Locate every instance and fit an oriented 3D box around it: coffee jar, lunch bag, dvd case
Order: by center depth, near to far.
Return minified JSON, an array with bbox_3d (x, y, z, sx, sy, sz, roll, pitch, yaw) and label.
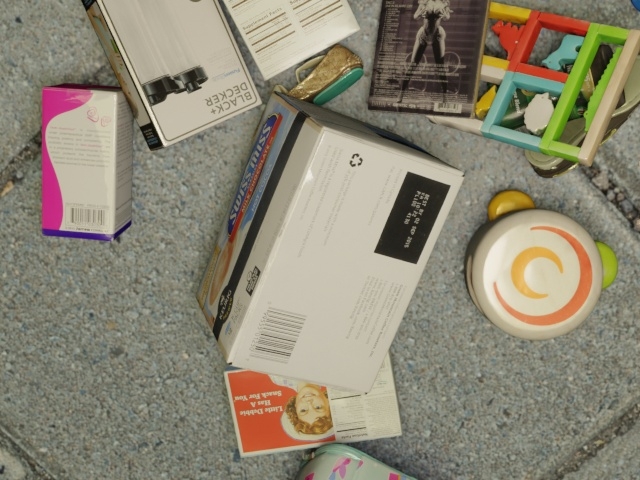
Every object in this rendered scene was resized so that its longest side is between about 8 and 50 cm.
[{"bbox_3d":[0.157,-0.289,1.273,0.164,0.018,0.221,9,94,29],"label":"dvd case"},{"bbox_3d":[0.338,-0.211,1.279,0.184,0.079,0.096,-16,59,22],"label":"coffee jar"},{"bbox_3d":[0.082,0.426,1.409,0.279,0.224,0.108,28,64,-2],"label":"lunch bag"}]

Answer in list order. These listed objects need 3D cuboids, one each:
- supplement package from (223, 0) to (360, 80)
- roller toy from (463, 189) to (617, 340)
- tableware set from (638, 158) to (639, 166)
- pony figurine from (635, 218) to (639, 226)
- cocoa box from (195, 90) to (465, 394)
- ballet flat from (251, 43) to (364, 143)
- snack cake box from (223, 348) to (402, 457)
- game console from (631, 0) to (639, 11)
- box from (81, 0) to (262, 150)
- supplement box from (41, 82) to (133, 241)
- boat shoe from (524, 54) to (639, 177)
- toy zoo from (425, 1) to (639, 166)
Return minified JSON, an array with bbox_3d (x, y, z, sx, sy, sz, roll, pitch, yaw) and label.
[{"bbox_3d":[-0.054,-0.349,1.233,0.149,0.194,0.203,-27,100,7],"label":"supplement package"},{"bbox_3d":[0.312,0.046,1.338,0.209,0.146,0.191,35,93,0],"label":"roller toy"},{"bbox_3d":[0.543,-0.175,1.340,0.104,0.024,0.154,7,103,0],"label":"tableware set"},{"bbox_3d":[0.666,0.062,1.281,0.351,0.303,0.363,-14,109,20],"label":"pony figurine"},{"bbox_3d":[0.000,0.000,1.268,0.231,0.228,0.347,16,105,-26],"label":"cocoa box"},{"bbox_3d":[-0.029,-0.219,1.338,0.206,0.073,0.067,-36,72,7],"label":"ballet flat"},{"bbox_3d":[-0.010,0.245,1.427,0.264,0.089,0.152,-8,105,4],"label":"snack cake box"},{"bbox_3d":[0.509,-0.519,1.259,0.250,0.173,0.293,-28,102,40],"label":"game console"},{"bbox_3d":[-0.221,-0.293,1.275,0.169,0.087,0.290,-27,102,-22],"label":"box"},{"bbox_3d":[-0.348,-0.121,1.340,0.111,0.114,0.220,5,105,2],"label":"supplement box"},{"bbox_3d":[0.403,-0.182,1.323,0.227,0.068,0.081,-39,58,7],"label":"boat shoe"},{"bbox_3d":[0.275,-0.232,1.253,0.293,0.030,0.192,22,85,31],"label":"toy zoo"}]
